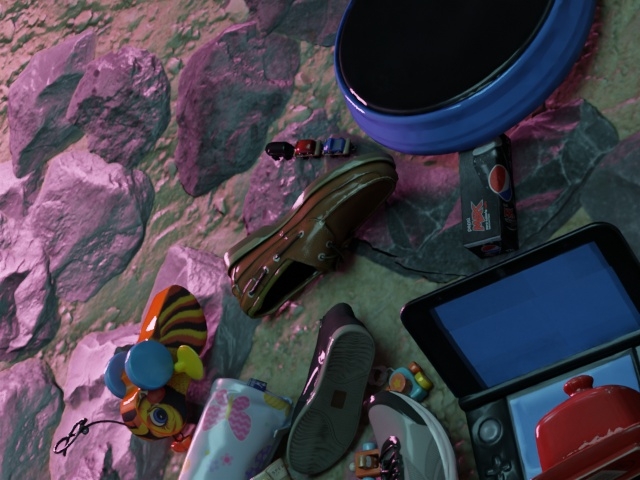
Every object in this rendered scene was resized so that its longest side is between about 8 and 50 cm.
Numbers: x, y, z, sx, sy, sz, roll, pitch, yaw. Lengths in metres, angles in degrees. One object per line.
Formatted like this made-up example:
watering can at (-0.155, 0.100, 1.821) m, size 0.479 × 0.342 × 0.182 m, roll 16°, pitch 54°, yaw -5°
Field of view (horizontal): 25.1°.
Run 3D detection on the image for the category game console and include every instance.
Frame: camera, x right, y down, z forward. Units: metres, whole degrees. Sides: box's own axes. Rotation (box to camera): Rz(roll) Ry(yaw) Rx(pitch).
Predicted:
game console at (0.269, 0.161, 1.676) m, size 0.293 × 0.173 × 0.250 m, roll -25°, pitch 56°, yaw 26°

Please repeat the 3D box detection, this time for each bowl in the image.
bowl at (0.186, -0.300, 1.980) m, size 0.391 × 0.077 × 0.391 m, roll -21°, pitch 49°, yaw 26°

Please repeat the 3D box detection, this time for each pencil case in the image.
pencil case at (-0.128, 0.320, 1.935) m, size 0.113 × 0.124 × 0.273 m, roll 138°, pitch 154°, yaw -78°

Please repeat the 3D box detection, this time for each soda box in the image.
soda box at (0.220, -0.065, 1.897) m, size 0.060 × 0.053 × 0.169 m, roll -17°, pitch 61°, yaw 30°

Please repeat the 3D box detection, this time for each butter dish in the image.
butter dish at (0.304, 0.204, 1.587) m, size 0.160 × 0.160 × 0.118 m, roll -34°, pitch 61°, yaw 24°

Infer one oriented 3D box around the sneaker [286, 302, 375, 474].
sneaker at (0.013, 0.198, 1.923) m, size 0.118 × 0.083 × 0.222 m, roll -108°, pitch 39°, yaw -72°

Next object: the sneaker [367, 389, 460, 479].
sneaker at (0.112, 0.303, 1.727) m, size 0.100 × 0.108 × 0.271 m, roll -57°, pitch 48°, yaw 50°

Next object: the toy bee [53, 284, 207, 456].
toy bee at (-0.237, 0.221, 2.061) m, size 0.298 × 0.162 × 0.195 m, roll -53°, pitch 16°, yaw -12°

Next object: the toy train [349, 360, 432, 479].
toy train at (0.086, 0.233, 1.861) m, size 0.125 × 0.046 × 0.166 m, roll -10°, pitch 64°, yaw 32°

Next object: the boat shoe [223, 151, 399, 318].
boat shoe at (0.000, 0.000, 2.004) m, size 0.307 × 0.110 × 0.104 m, roll -39°, pitch 54°, yaw 28°

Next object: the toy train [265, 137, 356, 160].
toy train at (-0.017, -0.136, 2.115) m, size 0.158 × 0.036 × 0.027 m, roll 0°, pitch 69°, yaw 36°

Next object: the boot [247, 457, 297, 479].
boot at (-0.013, 0.349, 1.818) m, size 0.213 × 0.077 × 0.165 m, roll -29°, pitch 85°, yaw 27°
